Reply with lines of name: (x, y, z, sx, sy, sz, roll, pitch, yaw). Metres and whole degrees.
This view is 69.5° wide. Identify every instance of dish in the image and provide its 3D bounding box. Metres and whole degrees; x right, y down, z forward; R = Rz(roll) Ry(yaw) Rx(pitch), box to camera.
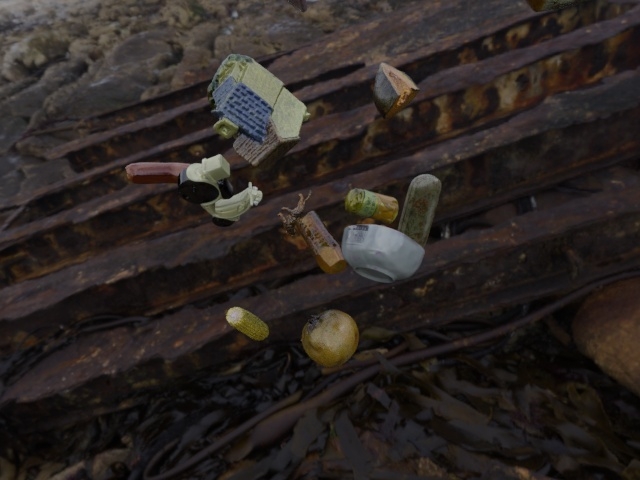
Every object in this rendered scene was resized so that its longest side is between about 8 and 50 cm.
dish: (0.178, 0.053, 1.403, 0.256, 0.256, 0.117, 9, 71, 31)

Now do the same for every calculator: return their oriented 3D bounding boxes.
calculator: (-0.096, -0.901, 1.696, 0.032, 0.100, 0.175, -53, -1, 6)

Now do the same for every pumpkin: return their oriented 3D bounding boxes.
pumpkin: (0.250, -0.572, 1.767, 0.169, 0.148, 0.312, 43, 30, 4)

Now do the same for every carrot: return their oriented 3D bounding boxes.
carrot: (0.000, 0.000, 1.742, 0.114, 0.114, 0.302, -22, 49, -14)

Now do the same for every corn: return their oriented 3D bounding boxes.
corn: (-0.274, 0.323, 1.774, 0.081, 0.248, 0.081, -9, 60, 17)

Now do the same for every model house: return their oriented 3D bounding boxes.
model house: (-0.229, -0.378, 1.481, 0.261, 0.321, 0.266, -33, 37, 36)

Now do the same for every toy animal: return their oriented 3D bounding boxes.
toy animal: (-0.122, -0.144, 2.322, 0.116, 0.255, 0.114, 42, 20, 10)

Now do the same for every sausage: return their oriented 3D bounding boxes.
sausage: (-0.671, -0.288, 1.968, 0.300, 0.083, 0.089, -2, 49, -26)

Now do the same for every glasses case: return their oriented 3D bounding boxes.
glasses case: (0.450, -0.104, 2.147, 0.157, 0.425, 0.098, -5, 33, -24)

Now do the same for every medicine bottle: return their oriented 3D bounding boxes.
medicine bottle: (0.219, -0.154, 2.005, 0.239, 0.124, 0.124, 11, 19, -32)

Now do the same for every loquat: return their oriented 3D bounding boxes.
loquat: (0.033, 0.341, 1.641, 0.213, 0.213, 0.213, -10, 33, 6)

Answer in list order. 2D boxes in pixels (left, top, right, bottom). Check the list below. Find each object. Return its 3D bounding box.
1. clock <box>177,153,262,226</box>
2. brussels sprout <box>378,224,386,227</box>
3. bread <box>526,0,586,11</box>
clock: (-0.409, -0.190, 1.913, 0.276, 0.379, 0.120, -18, 60, 17)
brussels sprout: (0.221, -0.020, 1.749, 0.083, 0.046, 0.051, -57, 16, 3)
bread: (0.607, -0.702, 1.115, 0.279, 0.250, 0.225, -30, 25, -37)
